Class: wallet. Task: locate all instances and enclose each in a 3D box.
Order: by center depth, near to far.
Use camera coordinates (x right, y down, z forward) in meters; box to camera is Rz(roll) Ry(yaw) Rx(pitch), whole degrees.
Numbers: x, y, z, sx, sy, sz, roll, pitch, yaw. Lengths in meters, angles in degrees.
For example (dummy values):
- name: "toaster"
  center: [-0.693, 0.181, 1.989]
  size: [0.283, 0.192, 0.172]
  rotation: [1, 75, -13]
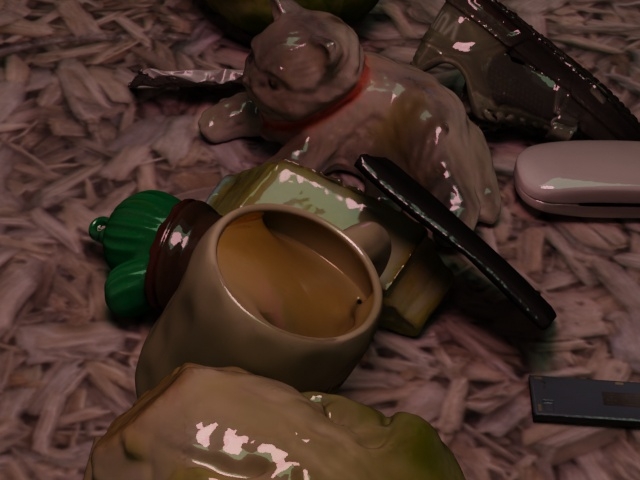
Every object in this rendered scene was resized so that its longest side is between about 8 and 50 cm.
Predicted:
- name: "wallet"
  center: [0.137, -0.001, 1.459]
  size: [0.244, 0.025, 0.124]
  rotation: [43, 9, 9]

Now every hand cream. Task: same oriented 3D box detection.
- name: "hand cream"
  center: [-0.093, -0.203, 1.724]
  size: [0.257, 0.050, 0.084]
  rotation: [-13, 2, -12]

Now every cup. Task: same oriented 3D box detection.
- name: "cup"
  center: [-0.049, 0.068, 1.316]
  size: [0.173, 0.202, 0.255]
  rotation: [26, 39, -5]

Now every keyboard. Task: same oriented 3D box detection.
- name: "keyboard"
  center: [0.288, 0.156, 1.417]
  size: [0.176, 0.014, 0.055]
  rotation: [4, 41, -2]

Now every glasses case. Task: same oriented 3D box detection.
- name: "glasses case"
  center: [0.330, -0.068, 1.637]
  size: [0.233, 0.059, 0.092]
  rotation: [-1, 41, -7]

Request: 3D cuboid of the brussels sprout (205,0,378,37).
- name: "brussels sprout"
  center: [-0.057, -0.353, 1.810]
  size: [0.271, 0.210, 0.219]
  rotation: [19, 36, 37]

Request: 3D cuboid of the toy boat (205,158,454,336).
- name: "toy boat"
  center: [-0.001, -0.004, 1.498]
  size: [0.276, 0.084, 0.111]
  rotation: [26, 62, 19]

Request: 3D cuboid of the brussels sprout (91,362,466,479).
- name: "brussels sprout"
  center: [-0.030, 0.238, 1.108]
  size: [0.316, 0.242, 0.274]
  rotation: [23, 62, -10]

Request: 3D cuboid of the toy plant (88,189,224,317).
- name: "toy plant"
  center: [-0.154, 0.018, 1.461]
  size: [0.200, 0.105, 0.143]
  rotation: [6, 57, 28]

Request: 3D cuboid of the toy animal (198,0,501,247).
- name: "toy animal"
  center: [0.055, -0.136, 1.599]
  size: [0.266, 0.188, 0.308]
  rotation: [-9, 39, -30]

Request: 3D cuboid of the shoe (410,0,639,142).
- name: "shoe"
  center: [0.231, -0.161, 1.704]
  size: [0.293, 0.149, 0.109]
  rotation: [41, 13, -3]

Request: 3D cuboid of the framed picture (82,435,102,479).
- name: "framed picture"
  center: [-0.146, 0.254, 1.261]
  size: [0.136, 0.010, 0.201]
  rotation: [7, 42, 0]
